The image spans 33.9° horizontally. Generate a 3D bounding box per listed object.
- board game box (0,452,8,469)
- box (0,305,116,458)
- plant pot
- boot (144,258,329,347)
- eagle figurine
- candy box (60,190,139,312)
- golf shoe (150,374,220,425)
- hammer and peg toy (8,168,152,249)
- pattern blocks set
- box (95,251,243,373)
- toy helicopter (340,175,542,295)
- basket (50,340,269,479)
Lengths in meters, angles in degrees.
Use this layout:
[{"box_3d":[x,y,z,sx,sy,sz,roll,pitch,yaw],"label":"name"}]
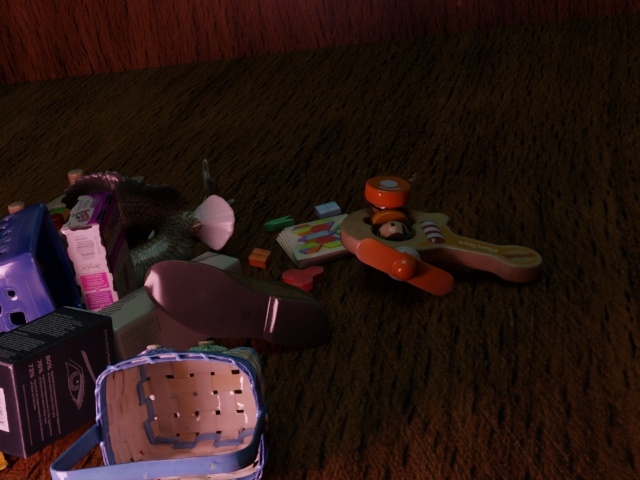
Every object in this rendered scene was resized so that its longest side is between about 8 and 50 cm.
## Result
[{"box_3d":[-0.582,0.313,1.601,0.124,0.039,0.259,-27,31,-31],"label":"board game box"},{"box_3d":[-0.412,0.207,1.578,0.108,0.153,0.207,9,20,32],"label":"box"},{"box_3d":[-0.545,0.103,1.815,0.212,0.235,0.236,-18,25,-1],"label":"plant pot"},{"box_3d":[-0.139,0.097,1.732,0.305,0.112,0.115,16,15,-9],"label":"boot"},{"box_3d":[-0.322,-0.017,2.028,0.298,0.225,0.226,-11,46,-29],"label":"eagle figurine"},{"box_3d":[-0.381,0.050,1.848,0.071,0.233,0.159,-9,23,3],"label":"candy box"},{"box_3d":[-0.233,0.229,1.575,0.176,0.086,0.069,-1,27,23],"label":"golf shoe"},{"box_3d":[-0.530,-0.024,2.206,0.266,0.127,0.361,8,30,31],"label":"hammer and peg toy"},{"box_3d":[0.000,0.000,2.054,0.286,0.026,0.325,-20,25,-20],"label":"pattern blocks set"},{"box_3d":[-0.253,0.126,1.779,0.094,0.113,0.275,12,31,43],"label":"box"},{"box_3d":[0.203,0.014,1.817,0.355,0.140,0.235,13,27,16],"label":"toy helicopter"},{"box_3d":[-0.191,0.245,1.377,0.255,0.201,0.289,-6,15,8],"label":"basket"}]
